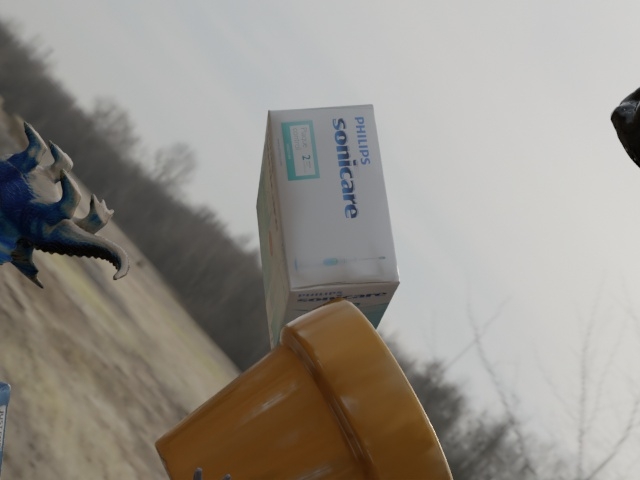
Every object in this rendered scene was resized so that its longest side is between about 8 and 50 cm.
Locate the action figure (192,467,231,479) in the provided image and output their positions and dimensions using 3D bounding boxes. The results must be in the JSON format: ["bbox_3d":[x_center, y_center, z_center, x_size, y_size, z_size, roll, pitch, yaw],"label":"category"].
[{"bbox_3d":[-0.046,0.254,0.730,0.285,0.099,0.185,34,-41,52],"label":"action figure"}]

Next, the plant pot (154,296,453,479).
[{"bbox_3d":[-0.021,0.177,0.988,0.205,0.188,0.205,60,-12,20],"label":"plant pot"}]

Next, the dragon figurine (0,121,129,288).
[{"bbox_3d":[-0.283,-0.012,1.173,0.289,0.144,0.085,47,2,29],"label":"dragon figurine"}]

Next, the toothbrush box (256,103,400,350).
[{"bbox_3d":[0.000,0.000,1.459,0.295,0.126,0.216,109,-25,-70],"label":"toothbrush box"}]

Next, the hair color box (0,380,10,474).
[{"bbox_3d":[-0.504,0.192,1.322,0.347,0.174,0.105,16,17,24],"label":"hair color box"}]

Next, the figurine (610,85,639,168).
[{"bbox_3d":[0.339,-0.107,0.812,0.215,0.209,0.092,19,36,-24],"label":"figurine"}]
